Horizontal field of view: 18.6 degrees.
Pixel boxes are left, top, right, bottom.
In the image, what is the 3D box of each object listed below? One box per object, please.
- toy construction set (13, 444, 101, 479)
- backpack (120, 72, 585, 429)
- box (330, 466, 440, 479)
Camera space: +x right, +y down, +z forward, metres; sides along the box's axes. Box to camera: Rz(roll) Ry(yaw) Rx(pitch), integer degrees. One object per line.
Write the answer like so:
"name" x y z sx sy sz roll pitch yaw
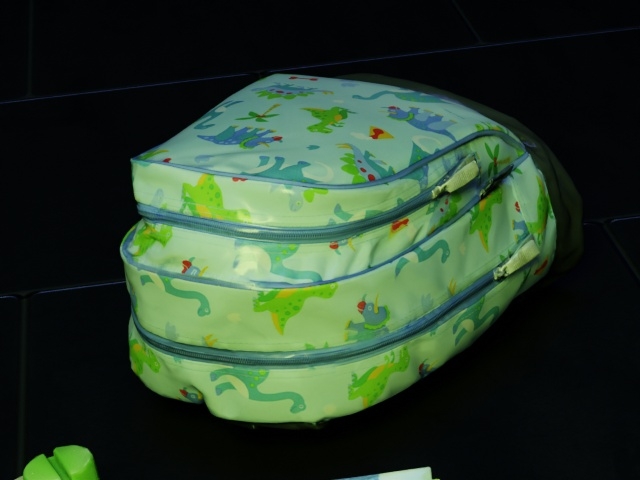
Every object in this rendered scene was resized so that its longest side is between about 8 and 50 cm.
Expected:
"toy construction set" -0.142 0.240 0.900 0.257 0.237 0.309 -7 24 -4
"backpack" 0.000 0.000 1.444 0.290 0.273 0.355 17 44 28
"box" 0.024 0.206 1.066 0.109 0.042 0.178 -6 62 -3
